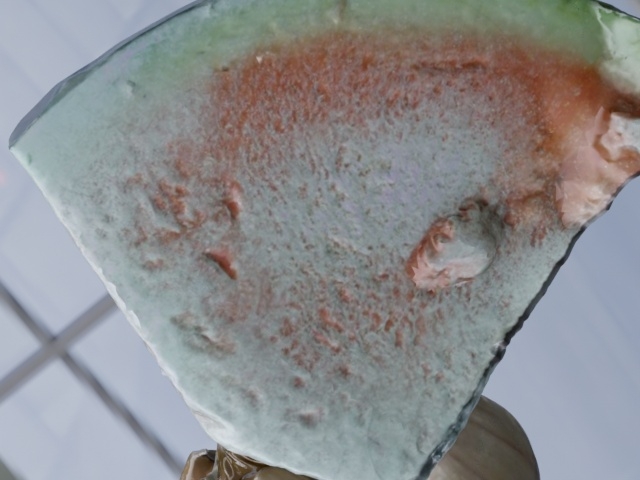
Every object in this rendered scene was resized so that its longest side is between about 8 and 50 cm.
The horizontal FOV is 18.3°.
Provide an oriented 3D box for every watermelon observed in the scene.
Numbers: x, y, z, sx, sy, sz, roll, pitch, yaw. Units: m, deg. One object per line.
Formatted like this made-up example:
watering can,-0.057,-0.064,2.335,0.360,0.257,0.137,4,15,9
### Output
watermelon,0.000,0.000,0.820,0.289,0.320,0.214,14,-120,-49

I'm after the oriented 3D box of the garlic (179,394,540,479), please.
garlic,0.017,0.180,1.160,0.191,0.214,0.160,42,-138,-41
